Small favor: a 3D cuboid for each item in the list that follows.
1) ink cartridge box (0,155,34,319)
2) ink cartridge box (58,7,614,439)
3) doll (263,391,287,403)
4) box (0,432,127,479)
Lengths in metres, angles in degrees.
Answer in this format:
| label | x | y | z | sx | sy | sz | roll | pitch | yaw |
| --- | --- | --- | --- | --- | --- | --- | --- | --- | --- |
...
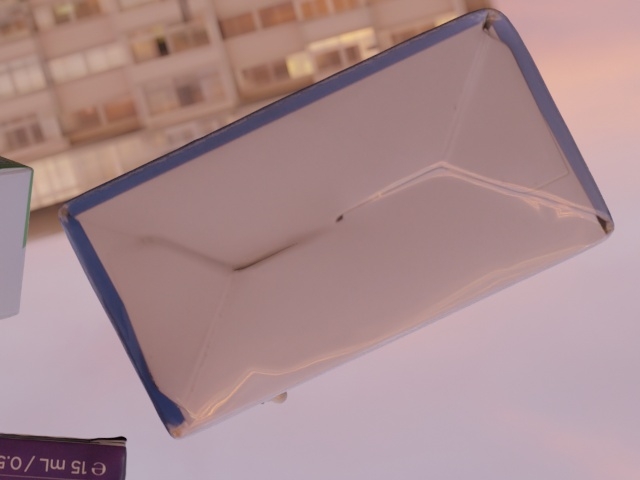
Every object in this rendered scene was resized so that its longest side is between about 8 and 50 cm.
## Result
| label | x | y | z | sx | sy | sz | roll | pitch | yaw |
| --- | --- | --- | --- | --- | --- | --- | --- | --- | --- |
| ink cartridge box | -0.401 | -0.023 | 1.735 | 0.219 | 0.160 | 0.092 | 20 | -161 | 35 |
| ink cartridge box | 0.000 | 0.000 | 1.104 | 0.270 | 0.151 | 0.395 | -25 | 177 | -4 |
| doll | -0.059 | 0.082 | 1.485 | 0.189 | 0.129 | 0.046 | -35 | 164 | 20 |
| box | -0.178 | 0.198 | 0.858 | 0.153 | 0.207 | 0.108 | 3 | 170 | -8 |
